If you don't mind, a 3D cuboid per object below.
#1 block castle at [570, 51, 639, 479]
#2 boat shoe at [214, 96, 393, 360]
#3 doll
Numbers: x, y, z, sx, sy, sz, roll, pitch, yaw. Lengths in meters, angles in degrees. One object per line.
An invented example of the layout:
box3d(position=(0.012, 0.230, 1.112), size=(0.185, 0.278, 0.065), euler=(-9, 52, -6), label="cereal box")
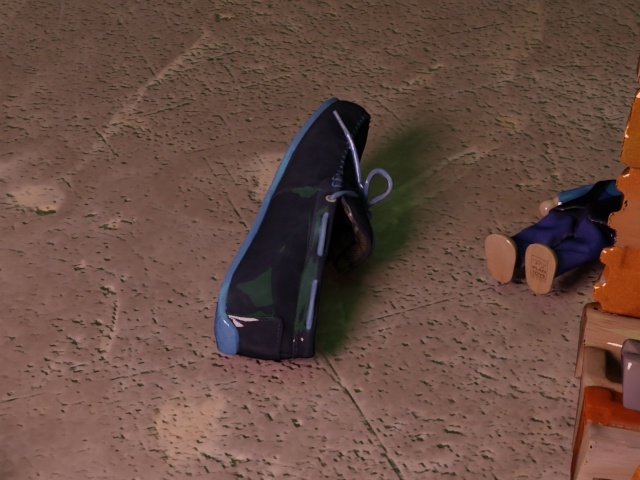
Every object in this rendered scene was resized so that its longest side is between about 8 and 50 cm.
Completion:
box3d(position=(0.272, 0.056, 1.050), size=(0.213, 0.303, 0.453), euler=(10, 21, 3), label="block castle")
box3d(position=(0.000, 0.000, 1.415), size=(0.089, 0.109, 0.258), euler=(15, 55, 12), label="boat shoe")
box3d(position=(0.217, -0.013, 1.443), size=(0.129, 0.046, 0.189), euler=(17, 32, 40), label="doll")
